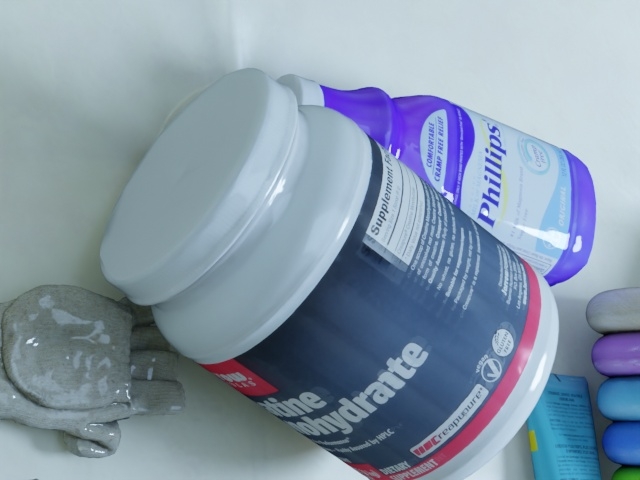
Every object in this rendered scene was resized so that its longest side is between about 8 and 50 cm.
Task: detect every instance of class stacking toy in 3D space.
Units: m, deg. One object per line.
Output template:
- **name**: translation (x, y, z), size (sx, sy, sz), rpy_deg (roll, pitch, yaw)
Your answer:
- **stacking toy**: translation (0.281, 0.206, 1.249), size (0.141, 0.141, 0.330), rpy_deg (7, 81, -34)

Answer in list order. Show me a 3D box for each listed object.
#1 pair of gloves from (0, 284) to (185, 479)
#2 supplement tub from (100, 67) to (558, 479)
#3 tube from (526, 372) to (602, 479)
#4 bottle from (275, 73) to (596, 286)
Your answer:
- **pair of gloves**: translation (-0.168, 0.149, 0.994), size (0.204, 0.042, 0.240), rpy_deg (-5, 79, -33)
- **supplement tub**: translation (0.009, 0.031, 1.051), size (0.272, 0.191, 0.191), rpy_deg (37, 60, -25)
- **tube**: translation (0.199, 0.204, 1.238), size (0.080, 0.052, 0.207), rpy_deg (14, 64, -45)
- **bottle**: translation (0.083, -0.050, 1.191), size (0.282, 0.092, 0.118), rpy_deg (20, 62, -30)
